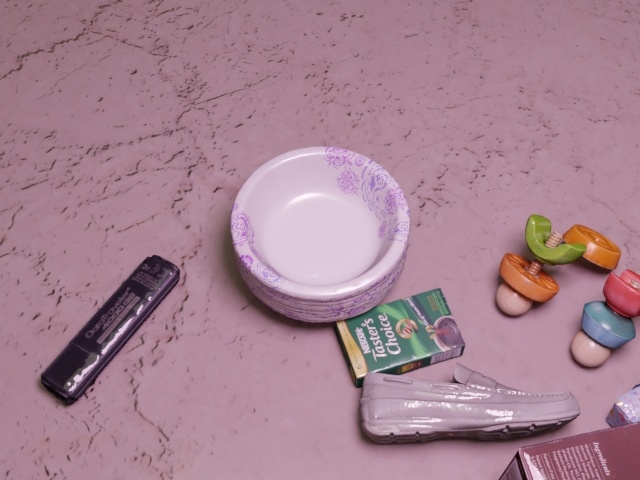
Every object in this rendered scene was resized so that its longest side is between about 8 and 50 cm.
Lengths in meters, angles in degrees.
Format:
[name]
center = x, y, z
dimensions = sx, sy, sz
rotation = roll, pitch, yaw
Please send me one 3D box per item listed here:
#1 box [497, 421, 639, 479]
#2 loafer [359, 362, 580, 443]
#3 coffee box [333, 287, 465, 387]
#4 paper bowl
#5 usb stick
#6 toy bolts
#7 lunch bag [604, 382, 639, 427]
[box]
center = 0.368, 0.359, 1.126
dimensions = 0.203, 0.168, 0.167
rotation = -10, 59, -6
[loafer]
center = 0.217, 0.234, 1.240
dimensions = 0.319, 0.112, 0.111
rotation = -1, 66, 0
[coffee box]
center = 0.124, 0.152, 1.331
dimensions = 0.184, 0.040, 0.113
rotation = -15, 59, -8
[paper bowl]
center = 0.000, 0.000, 1.365
dimensions = 0.284, 0.148, 0.284
rotation = 0, 58, 0
[usb stick]
center = -0.331, 0.137, 1.341
dimensions = 0.077, 0.045, 0.278
rotation = 25, 61, 23
[toy bolts]
center = 0.414, 0.088, 1.348
dimensions = 0.218, 0.158, 0.228
rotation = 1, 34, -48
[lunch bag]
center = 0.474, 0.249, 1.253
dimensions = 0.083, 0.071, 0.053
rotation = -25, 57, -12
